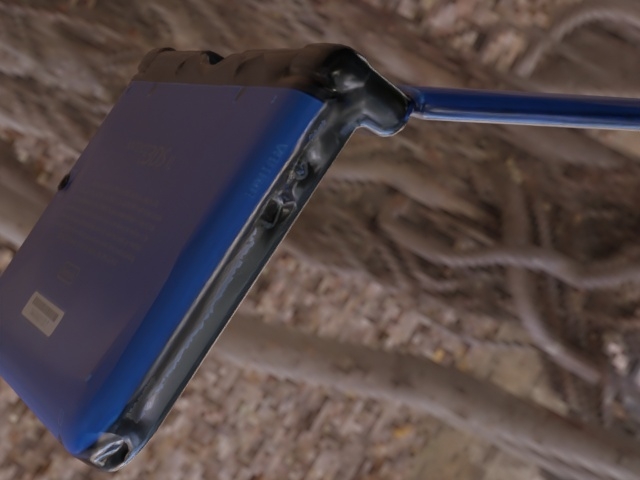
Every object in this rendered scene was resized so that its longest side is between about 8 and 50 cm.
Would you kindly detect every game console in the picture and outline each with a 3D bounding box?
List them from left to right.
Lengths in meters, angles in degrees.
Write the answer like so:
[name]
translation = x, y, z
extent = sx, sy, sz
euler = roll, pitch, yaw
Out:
[game console]
translation = 0.000, 0.000, 0.762
extent = 0.250, 0.173, 0.293
euler = -57, -162, -6
